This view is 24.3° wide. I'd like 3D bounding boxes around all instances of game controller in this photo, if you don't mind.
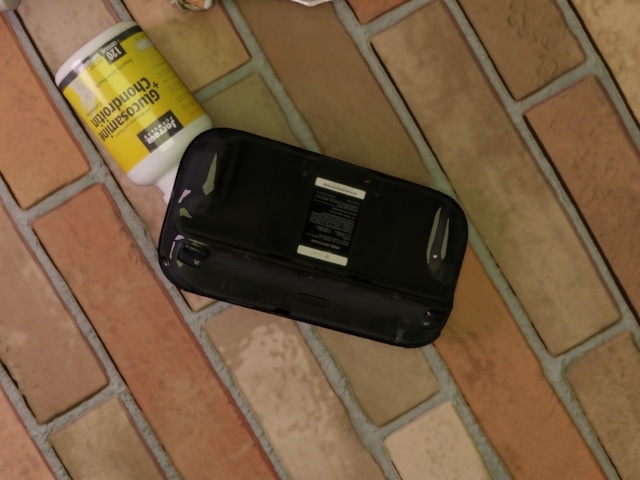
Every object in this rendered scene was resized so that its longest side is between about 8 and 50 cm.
[{"bbox_3d":[0.000,0.000,1.486,0.319,0.067,0.167,16,80,-22],"label":"game controller"}]

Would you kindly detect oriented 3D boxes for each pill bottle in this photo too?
[{"bbox_3d":[-0.173,-0.121,1.492,0.103,0.103,0.184,-38,93,2],"label":"pill bottle"}]

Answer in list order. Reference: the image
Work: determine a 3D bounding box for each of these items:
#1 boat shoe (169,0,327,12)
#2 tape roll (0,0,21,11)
[{"bbox_3d":[-0.122,-0.281,1.478,0.302,0.113,0.103,-4,88,-1],"label":"boat shoe"},{"bbox_3d":[-0.385,-0.331,1.408,0.169,0.246,0.246,-5,94,-1],"label":"tape roll"}]
